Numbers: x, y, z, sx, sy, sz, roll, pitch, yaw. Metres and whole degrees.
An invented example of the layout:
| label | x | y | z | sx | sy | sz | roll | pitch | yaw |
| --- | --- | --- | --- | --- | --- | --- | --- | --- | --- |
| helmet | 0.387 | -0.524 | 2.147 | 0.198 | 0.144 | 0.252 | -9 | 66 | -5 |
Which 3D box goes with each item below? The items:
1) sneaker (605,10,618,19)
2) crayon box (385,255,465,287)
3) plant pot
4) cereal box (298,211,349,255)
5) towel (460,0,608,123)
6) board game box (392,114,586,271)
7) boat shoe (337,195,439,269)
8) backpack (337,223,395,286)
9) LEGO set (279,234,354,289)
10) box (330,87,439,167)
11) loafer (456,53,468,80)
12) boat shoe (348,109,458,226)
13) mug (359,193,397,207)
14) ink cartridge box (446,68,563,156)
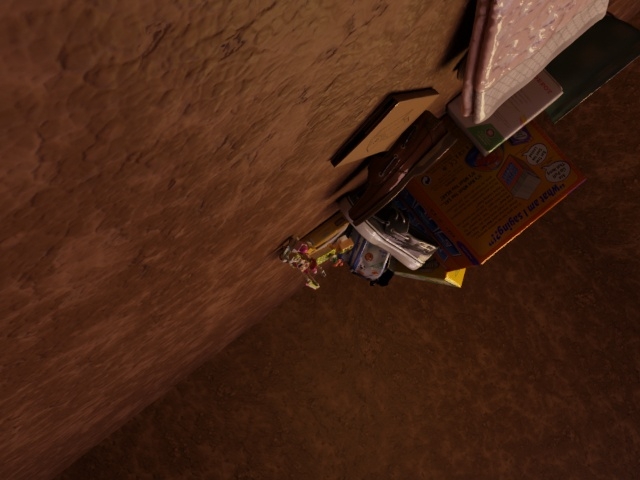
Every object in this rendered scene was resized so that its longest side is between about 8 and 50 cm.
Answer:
| label | x | y | z | sx | sy | sz | roll | pitch | yaw |
| --- | --- | --- | --- | --- | --- | --- | --- | --- | --- |
| sneaker | 0.882 | -0.653 | 1.533 | 0.305 | 0.114 | 0.152 | -31 | 170 | -48 |
| crayon box | 0.366 | -0.018 | 1.708 | 0.363 | 0.106 | 0.312 | 8 | -101 | 52 |
| plant pot | 0.697 | -0.490 | 1.288 | 0.293 | 0.196 | 0.293 | -38 | 174 | -5 |
| cereal box | 0.000 | 0.000 | 1.490 | 0.173 | 0.047 | 0.240 | -36 | 174 | -11 |
| towel | 0.359 | -0.362 | 0.722 | 0.332 | 0.053 | 0.317 | -40 | 161 | -3 |
| board game box | 0.430 | -0.161 | 1.378 | 0.357 | 0.356 | 0.356 | -38 | 173 | -4 |
| boat shoe | 0.193 | -0.044 | 1.304 | 0.119 | 0.335 | 0.121 | -45 | -145 | 21 |
| backpack | 0.177 | 0.006 | 1.609 | 0.263 | 0.213 | 0.276 | 145 | -38 | -82 |
| LEGO set | 0.002 | 0.064 | 1.331 | 0.287 | 0.107 | 0.132 | 0 | 133 | -53 |
| box | 0.121 | -0.207 | 0.866 | 0.164 | 0.021 | 0.201 | -43 | 172 | 37 |
| loafer | 0.305 | -0.336 | 0.851 | 0.056 | 0.050 | 0.148 | -30 | 167 | -40 |
| boat shoe | 0.157 | -0.158 | 1.060 | 0.307 | 0.104 | 0.111 | -44 | 180 | 28 |
| mug | 0.178 | -0.080 | 1.433 | 0.129 | 0.158 | 0.097 | -56 | 174 | -45 |
| ink cartridge box | 0.435 | -0.331 | 1.138 | 0.212 | 0.154 | 0.093 | -40 | 173 | 12 |
